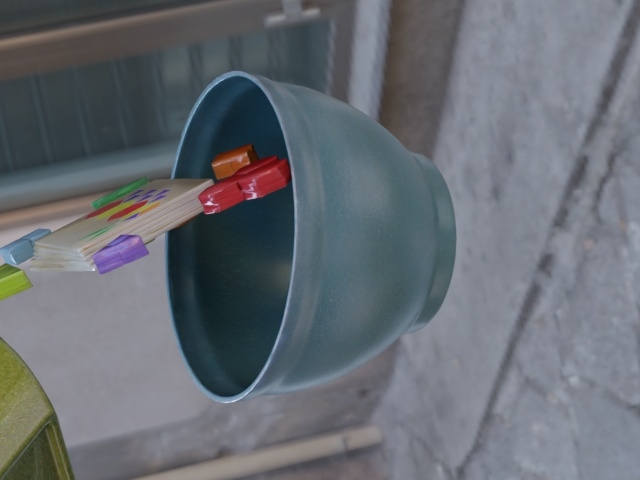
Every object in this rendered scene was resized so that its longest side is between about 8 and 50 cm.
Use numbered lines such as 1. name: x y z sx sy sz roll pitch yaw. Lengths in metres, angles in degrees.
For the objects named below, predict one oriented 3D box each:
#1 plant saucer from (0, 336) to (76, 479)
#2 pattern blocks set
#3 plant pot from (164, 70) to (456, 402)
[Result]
1. plant saucer: -0.167 0.173 0.685 0.188 0.045 0.188 -57 -38 -55
2. pattern blocks set: -0.175 -0.014 1.222 0.026 0.285 0.325 66 167 -13
3. plant pot: 0.000 0.000 1.255 0.293 0.196 0.293 -9 79 63
